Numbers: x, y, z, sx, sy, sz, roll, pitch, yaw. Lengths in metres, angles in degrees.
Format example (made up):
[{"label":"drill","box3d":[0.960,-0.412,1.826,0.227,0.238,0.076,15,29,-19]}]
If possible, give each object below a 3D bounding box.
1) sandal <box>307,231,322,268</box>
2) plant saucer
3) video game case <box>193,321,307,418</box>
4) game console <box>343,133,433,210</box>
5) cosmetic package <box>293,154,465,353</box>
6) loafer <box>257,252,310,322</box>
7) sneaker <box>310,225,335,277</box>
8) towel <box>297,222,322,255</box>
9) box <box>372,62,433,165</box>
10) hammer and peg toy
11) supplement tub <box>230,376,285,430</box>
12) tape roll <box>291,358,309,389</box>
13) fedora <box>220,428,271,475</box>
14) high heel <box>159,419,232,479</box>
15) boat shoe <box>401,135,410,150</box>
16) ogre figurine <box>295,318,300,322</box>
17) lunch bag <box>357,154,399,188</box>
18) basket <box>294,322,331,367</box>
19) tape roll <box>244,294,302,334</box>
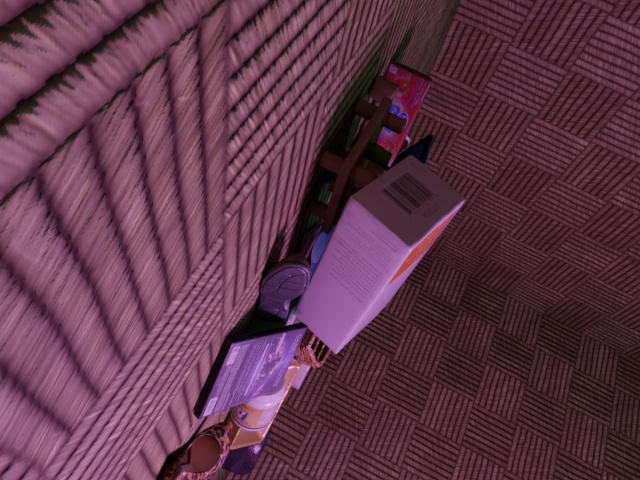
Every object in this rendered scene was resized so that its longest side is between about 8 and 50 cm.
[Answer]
[{"label":"sandal","box3d":[0.000,0.000,1.654,0.254,0.054,0.097,-45,156,-41]},{"label":"plant saucer","box3d":[-0.213,0.560,1.845,0.333,0.080,0.333,-61,161,-9]},{"label":"video game case","box3d":[-0.150,0.289,1.179,0.274,0.026,0.196,1,118,-58]},{"label":"game console","box3d":[0.185,-0.203,1.605,0.293,0.250,0.174,151,-68,-63]},{"label":"cosmetic package","box3d":[0.116,0.048,1.192,0.230,0.161,0.453,-37,162,-37]},{"label":"loafer","box3d":[-0.088,0.093,1.160,0.268,0.096,0.084,120,-19,-51]},{"label":"sneaker","box3d":[0.010,0.099,1.584,0.208,0.127,0.319,135,-26,-78]},{"label":"towel","box3d":[-0.045,0.025,1.452,0.144,0.029,0.197,-64,177,13]},{"label":"box","box3d":[0.205,-0.356,1.454,0.257,0.122,0.128,-66,174,24]},{"label":"hammer and peg toy","box3d":[0.107,-0.206,1.240,0.361,0.127,0.266,-59,173,-32]},{"label":"supplement tub","box3d":[-0.189,0.469,1.566,0.144,0.144,0.200,-56,171,-50]},{"label":"tape roll","box3d":[-0.113,0.500,2.244,0.246,0.169,0.246,-63,174,-11]},{"label":"fedora","box3d":[-0.299,0.801,2.037,0.334,0.152,0.334,-62,174,-12]},{"label":"high heel","box3d":[-0.266,0.486,1.187,0.261,0.093,0.186,-43,168,-47]},{"label":"boat shoe","box3d":[0.220,-0.326,1.710,0.113,0.127,0.340,-62,173,6]},{"label":"ogre figurine","box3d":[-0.116,0.305,1.735,0.118,0.096,0.197,-34,141,-54]},{"label":"lunch bag","box3d":[0.209,-0.212,1.950,0.235,0.168,0.287,104,6,-51]},{"label":"basket","box3d":[0.009,0.348,2.047,0.223,0.213,0.299,-8,-135,49]},{"label":"tape roll","box3d":[-0.149,0.274,1.392,0.321,0.077,0.321,-61,174,-10]}]
